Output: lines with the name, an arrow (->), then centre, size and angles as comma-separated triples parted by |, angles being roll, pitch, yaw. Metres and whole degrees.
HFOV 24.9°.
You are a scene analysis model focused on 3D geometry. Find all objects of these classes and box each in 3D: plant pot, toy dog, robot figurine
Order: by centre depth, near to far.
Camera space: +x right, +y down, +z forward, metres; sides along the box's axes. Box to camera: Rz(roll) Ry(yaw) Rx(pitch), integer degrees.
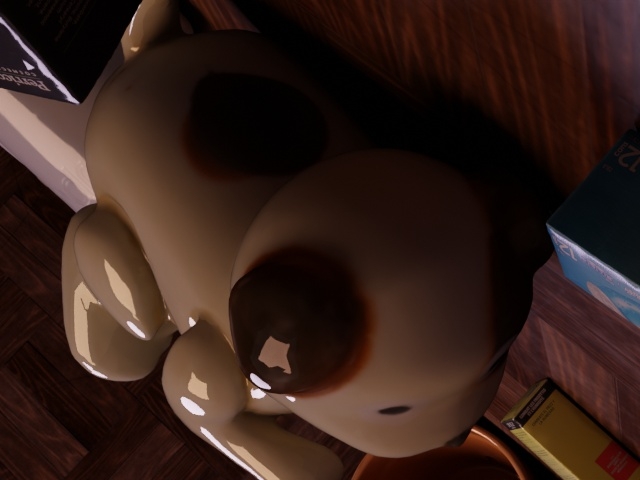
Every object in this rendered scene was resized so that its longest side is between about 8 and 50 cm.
toy dog -> 0.000, 0.000, 1.065 | 0.408, 0.284, 0.395 | 33, 133, 55
robot figurine -> -0.228, -0.159, 1.381 | 0.353, 0.200, 0.300 | 43, 132, -4
plant pot -> 0.203, 0.408, 2.062 | 0.291, 0.291, 0.203 | 38, -174, 30

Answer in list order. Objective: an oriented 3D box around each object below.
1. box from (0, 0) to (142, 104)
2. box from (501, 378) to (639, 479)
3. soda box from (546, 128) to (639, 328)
box -> -0.321, -0.272, 0.984 | 0.343, 0.179, 0.312 | 15, 159, 31
box -> 0.290, 0.239, 1.462 | 0.232, 0.058, 0.087 | 43, 172, 6
soda box -> 0.216, 0.035, 0.717 | 0.210, 0.071, 0.067 | 38, 170, 31
